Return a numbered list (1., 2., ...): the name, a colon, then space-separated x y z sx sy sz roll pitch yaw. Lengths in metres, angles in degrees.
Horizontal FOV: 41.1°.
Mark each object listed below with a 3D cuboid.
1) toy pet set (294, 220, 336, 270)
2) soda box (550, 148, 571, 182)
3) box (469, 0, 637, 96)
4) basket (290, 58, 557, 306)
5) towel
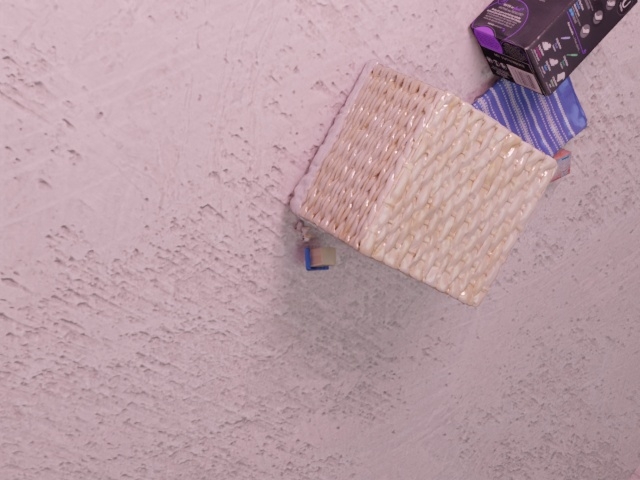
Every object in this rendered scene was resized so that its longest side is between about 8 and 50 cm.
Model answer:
1. toy pet set: 0.000 0.000 1.677 0.122 0.065 0.114 3 80 -42
2. soda box: 0.481 -0.156 1.932 0.183 0.063 0.058 -24 127 -25
3. box: 0.453 -0.439 1.657 0.270 0.165 0.143 -46 135 -4
4. basket: 0.184 -0.097 1.551 0.328 0.266 0.331 25 98 -31
5. towel: 0.422 -0.238 1.803 0.336 0.040 0.243 -43 123 -17
